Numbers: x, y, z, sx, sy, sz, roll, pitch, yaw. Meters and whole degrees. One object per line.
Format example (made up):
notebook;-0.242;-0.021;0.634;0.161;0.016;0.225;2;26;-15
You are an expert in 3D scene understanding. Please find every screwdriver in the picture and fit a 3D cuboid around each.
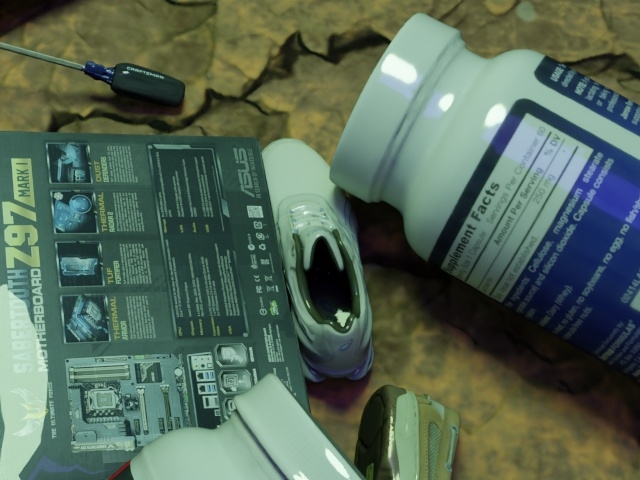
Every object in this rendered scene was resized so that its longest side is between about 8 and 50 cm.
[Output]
screwdriver;-0.173;-0.124;0.829;0.170;0.024;0.025;18;68;-16

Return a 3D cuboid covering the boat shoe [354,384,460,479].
boat shoe;0.056;0.181;0.720;0.072;0.068;0.190;17;65;-16

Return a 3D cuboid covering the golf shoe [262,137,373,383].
golf shoe;0.000;0.000;0.781;0.069;0.086;0.176;-13;66;-10

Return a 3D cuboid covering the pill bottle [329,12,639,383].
pill bottle;0.147;-0.028;0.773;0.264;0.153;0.153;31;66;7

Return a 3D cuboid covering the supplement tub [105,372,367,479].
supplement tub;-0.074;0.214;0.586;0.272;0.191;0.191;-40;75;-5

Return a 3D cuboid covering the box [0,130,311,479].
box;-0.112;0.043;0.734;0.183;0.059;0.233;-1;59;-21
